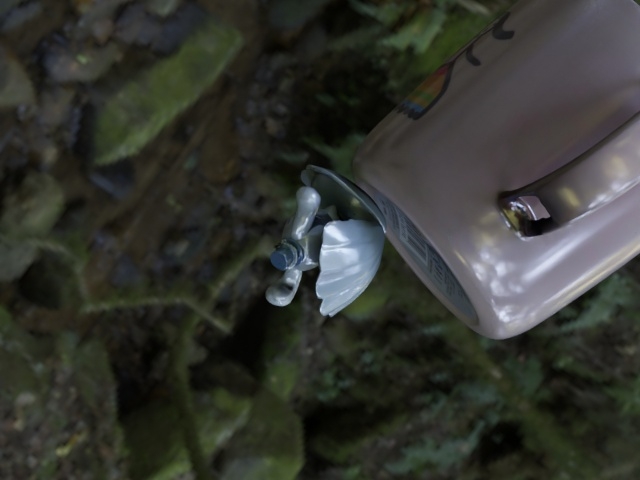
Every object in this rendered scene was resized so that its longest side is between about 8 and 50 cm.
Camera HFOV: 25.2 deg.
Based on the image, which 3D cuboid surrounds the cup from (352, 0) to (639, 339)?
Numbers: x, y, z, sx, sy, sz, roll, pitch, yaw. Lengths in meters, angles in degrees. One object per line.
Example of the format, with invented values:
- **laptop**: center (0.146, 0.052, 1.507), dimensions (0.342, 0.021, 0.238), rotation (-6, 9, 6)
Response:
- **cup**: center (0.151, -0.049, 0.957), dimensions (0.200, 0.191, 0.253), rotation (-39, -169, -7)

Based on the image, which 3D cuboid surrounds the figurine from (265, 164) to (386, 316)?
- **figurine**: center (0.000, 0.000, 0.952), dimensions (0.086, 0.082, 0.094), rotation (-51, 150, -28)
